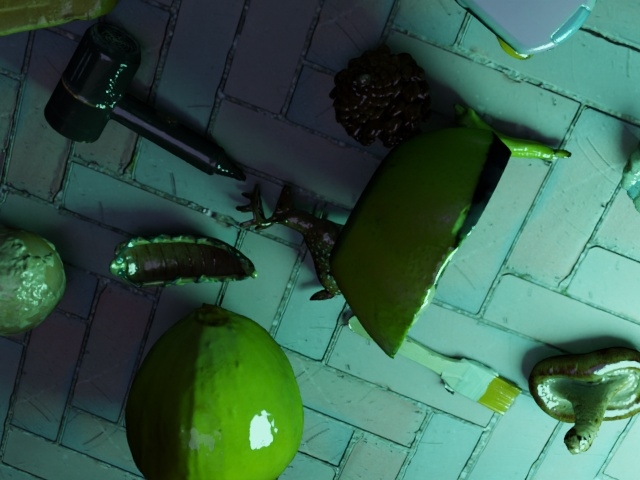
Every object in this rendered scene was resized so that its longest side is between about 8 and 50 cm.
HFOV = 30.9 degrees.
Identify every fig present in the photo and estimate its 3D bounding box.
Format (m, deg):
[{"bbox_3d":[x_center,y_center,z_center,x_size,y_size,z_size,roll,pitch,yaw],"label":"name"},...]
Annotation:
[{"bbox_3d":[-0.188,0.289,2.066,0.343,0.343,0.343,6,120,10],"label":"fig"}]

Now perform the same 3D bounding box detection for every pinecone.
[{"bbox_3d":[0.103,-0.218,1.806,0.173,0.173,0.174,6,120,10],"label":"pinecone"}]

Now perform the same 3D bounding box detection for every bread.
[{"bbox_3d":[-0.445,-0.394,1.865,0.245,0.094,0.102,-8,107,16],"label":"bread"}]

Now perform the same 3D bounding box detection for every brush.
[{"bbox_3d":[0.202,0.215,2.097,0.336,0.020,0.085,28,122,-3],"label":"brush"}]

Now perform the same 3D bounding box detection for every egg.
[{"bbox_3d":[-0.578,0.073,2.097,0.245,0.203,0.203,-1,119,28],"label":"egg"}]

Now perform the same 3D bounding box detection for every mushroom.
[{"bbox_3d":[0.465,0.286,1.959,0.227,0.217,0.148,-18,113,21],"label":"mushroom"}]

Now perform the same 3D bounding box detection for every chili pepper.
[{"bbox_3d":[0.297,-0.161,1.855,0.208,0.043,0.049,23,96,-6],"label":"chili pepper"}]

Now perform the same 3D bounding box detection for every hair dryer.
[{"bbox_3d":[-0.267,-0.206,1.937,0.352,0.107,0.189,28,120,-13],"label":"hair dryer"}]

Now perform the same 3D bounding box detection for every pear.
[{"bbox_3d":[0.131,-0.022,1.768,0.165,0.399,0.399,29,121,3],"label":"pear"}]

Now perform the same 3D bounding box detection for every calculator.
[{"bbox_3d":[0.258,-0.395,1.636,0.293,0.051,0.173,39,116,-8],"label":"calculator"}]

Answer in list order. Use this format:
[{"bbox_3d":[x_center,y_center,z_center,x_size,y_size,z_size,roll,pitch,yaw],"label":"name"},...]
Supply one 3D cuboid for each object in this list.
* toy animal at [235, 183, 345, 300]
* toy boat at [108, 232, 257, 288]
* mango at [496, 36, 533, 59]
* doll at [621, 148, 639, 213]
[{"bbox_3d":[-0.003,0.008,1.990,0.260,0.087,0.244,-8,115,14],"label":"toy animal"},{"bbox_3d":[-0.230,0.036,2.054,0.292,0.099,0.108,1,119,21],"label":"toy boat"},{"bbox_3d":[0.311,-0.360,1.718,0.098,0.075,0.190,24,128,4],"label":"mango"},{"bbox_3d":[0.552,-0.066,1.829,0.214,0.071,0.103,40,132,-20],"label":"doll"}]
